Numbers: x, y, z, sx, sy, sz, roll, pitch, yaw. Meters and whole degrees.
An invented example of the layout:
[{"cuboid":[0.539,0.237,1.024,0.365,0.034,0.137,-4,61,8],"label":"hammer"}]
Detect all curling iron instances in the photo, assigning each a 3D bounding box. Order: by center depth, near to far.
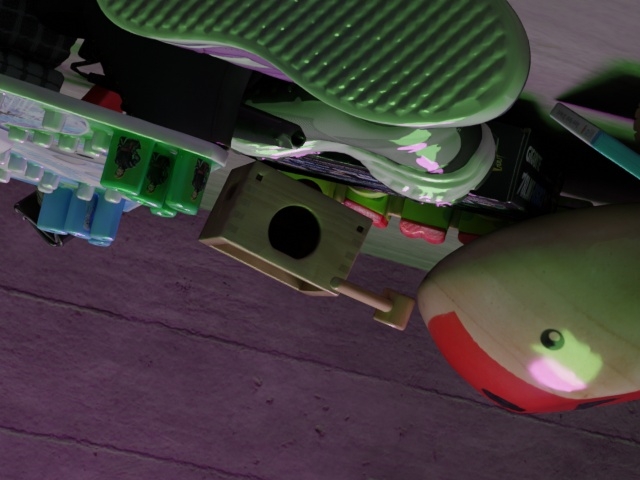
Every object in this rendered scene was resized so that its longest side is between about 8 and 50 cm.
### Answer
[{"cuboid":[-0.104,-0.104,1.189,0.274,0.035,0.068,26,179,45],"label":"curling iron"}]

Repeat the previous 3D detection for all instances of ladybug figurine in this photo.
[{"cuboid":[0.249,0.075,1.492,0.305,0.162,0.449,-9,171,6],"label":"ladybug figurine"}]

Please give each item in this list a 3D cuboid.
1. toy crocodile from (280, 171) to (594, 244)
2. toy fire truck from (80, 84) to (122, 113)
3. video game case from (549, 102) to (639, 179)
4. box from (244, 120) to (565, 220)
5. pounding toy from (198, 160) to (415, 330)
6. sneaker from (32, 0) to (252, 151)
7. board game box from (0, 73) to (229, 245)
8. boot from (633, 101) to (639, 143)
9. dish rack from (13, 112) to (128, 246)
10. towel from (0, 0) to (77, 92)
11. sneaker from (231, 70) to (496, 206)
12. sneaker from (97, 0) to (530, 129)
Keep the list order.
[{"cuboid":[0.122,-0.038,1.610,0.340,0.105,0.115,12,176,11],"label":"toy crocodile"},{"cuboid":[-0.305,-0.122,1.655,0.047,0.192,0.135,8,144,51],"label":"toy fire truck"},{"cuboid":[0.231,-0.054,1.145,0.119,0.015,0.166,33,-171,-8],"label":"video game case"},{"cuboid":[0.058,-0.081,1.410,0.295,0.073,0.293,14,180,16],"label":"box"},{"cuboid":[0.007,0.002,1.505,0.206,0.094,0.181,27,173,-12],"label":"pounding toy"},{"cuboid":[-0.140,-0.131,1.139,0.222,0.118,0.083,10,174,41],"label":"sneaker"},{"cuboid":[-0.298,-0.081,1.163,0.390,0.050,0.390,18,171,-15],"label":"board game box"},{"cuboid":[0.300,-0.060,1.102,0.158,0.059,0.084,19,169,-38],"label":"boot"},{"cuboid":[-0.215,-0.083,1.639,0.074,0.208,0.271,54,167,3],"label":"dish rack"},{"cuboid":[-0.350,-0.172,1.309,0.235,0.121,0.283,14,174,-26],"label":"towel"},{"cuboid":[0.004,-0.115,1.198,0.271,0.100,0.108,16,151,28],"label":"sneaker"},{"cuboid":[0.022,-0.126,0.917,0.282,0.102,0.161,24,-175,33],"label":"sneaker"}]
